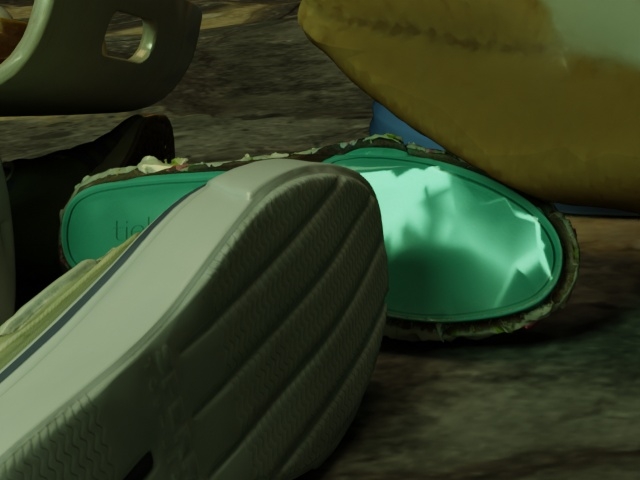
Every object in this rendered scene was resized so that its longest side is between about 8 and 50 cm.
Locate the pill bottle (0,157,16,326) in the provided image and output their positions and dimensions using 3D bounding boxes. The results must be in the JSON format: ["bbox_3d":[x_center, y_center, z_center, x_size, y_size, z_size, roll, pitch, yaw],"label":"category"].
[{"bbox_3d":[-0.245,0.007,0.679,0.215,0.117,0.117,-5,16,0],"label":"pill bottle"}]

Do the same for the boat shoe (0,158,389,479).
[{"bbox_3d":[-0.069,0.046,0.514,0.094,0.109,0.302,1,20,27],"label":"boat shoe"}]

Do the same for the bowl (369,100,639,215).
[{"bbox_3d":[0.224,-0.103,0.997,0.391,0.077,0.391,-4,16,1],"label":"bowl"}]

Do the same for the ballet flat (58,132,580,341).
[{"bbox_3d":[0.000,0.000,0.709,0.241,0.091,0.077,5,-7,20],"label":"ballet flat"}]

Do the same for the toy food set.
[{"bbox_3d":[-0.235,-0.109,0.806,0.306,0.092,0.220,-1,3,11],"label":"toy food set"}]

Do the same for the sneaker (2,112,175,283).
[{"bbox_3d":[-0.138,-0.028,0.860,0.086,0.064,0.192,2,20,7],"label":"sneaker"}]

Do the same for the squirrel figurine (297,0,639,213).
[{"bbox_3d":[0.268,-0.124,0.681,0.397,0.281,0.370,41,33,22],"label":"squirrel figurine"}]
